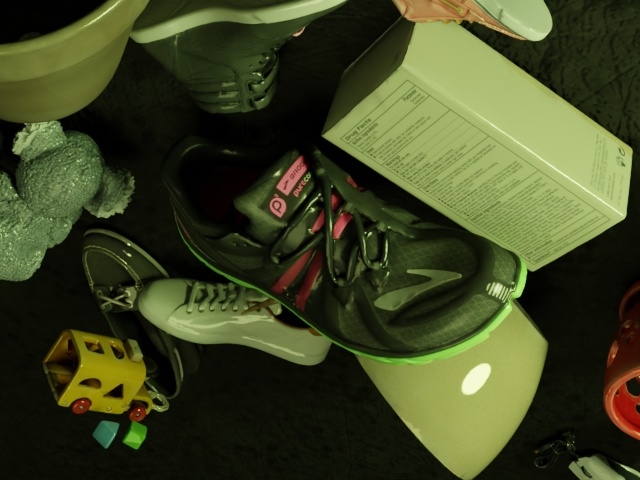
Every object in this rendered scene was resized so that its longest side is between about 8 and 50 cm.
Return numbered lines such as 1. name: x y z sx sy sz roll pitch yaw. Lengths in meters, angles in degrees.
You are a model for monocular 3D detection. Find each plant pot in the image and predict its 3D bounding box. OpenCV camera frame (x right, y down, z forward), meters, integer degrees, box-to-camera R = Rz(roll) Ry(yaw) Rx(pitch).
1. plant pot: 0.181 0.140 1.466 0.191 0.284 0.284 -40 122 7
2. plant pot: -0.306 -0.258 1.122 0.323 0.323 0.280 17 158 1
3. plant pot: 0.455 0.140 1.395 0.191 0.174 0.191 11 143 9

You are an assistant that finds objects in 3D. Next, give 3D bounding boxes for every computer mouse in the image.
1. computer mouse: 0.439 0.371 1.798 0.193 0.042 0.106 27 141 -12

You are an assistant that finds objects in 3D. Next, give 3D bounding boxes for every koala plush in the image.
1. koala plush: -0.363 -0.066 1.466 0.221 0.203 0.196 -28 125 29

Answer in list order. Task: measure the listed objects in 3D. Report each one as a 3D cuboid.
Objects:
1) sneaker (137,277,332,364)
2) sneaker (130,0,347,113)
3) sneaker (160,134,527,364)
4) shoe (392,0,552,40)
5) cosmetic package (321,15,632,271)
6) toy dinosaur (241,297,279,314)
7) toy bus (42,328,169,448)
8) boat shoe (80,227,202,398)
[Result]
1. sneaker: -0.115 0.086 1.626 0.290 0.106 0.123 13 134 -7
2. sneaker: -0.058 -0.221 1.212 0.296 0.104 0.147 -6 139 36
3. sneaker: 0.000 0.000 1.295 0.483 0.185 0.202 17 158 28
4. shoe: 0.142 -0.245 1.132 0.178 0.063 0.081 32 142 -10
5. cosmetic package: 0.177 -0.108 1.246 0.309 0.113 0.160 33 140 -18
6. toy dinosaur: -0.005 0.040 1.540 0.112 0.064 0.211 30 118 -12
7. toy bus: -0.307 0.196 1.676 0.191 0.202 0.104 36 110 0
8. boat shoe: -0.274 0.119 1.719 0.112 0.095 0.335 -2 139 24
